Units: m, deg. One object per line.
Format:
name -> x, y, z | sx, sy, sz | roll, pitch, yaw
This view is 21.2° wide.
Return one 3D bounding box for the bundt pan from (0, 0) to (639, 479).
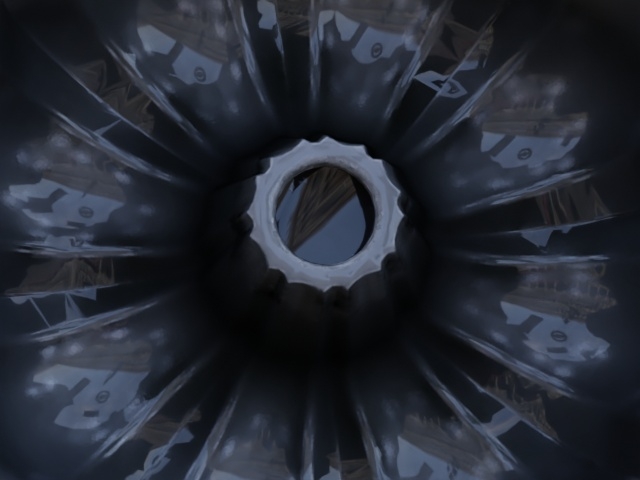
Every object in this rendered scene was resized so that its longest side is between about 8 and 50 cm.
bundt pan -> 0.000, 0.000, 0.648 | 0.331, 0.331, 0.124 | -4, -9, -3
